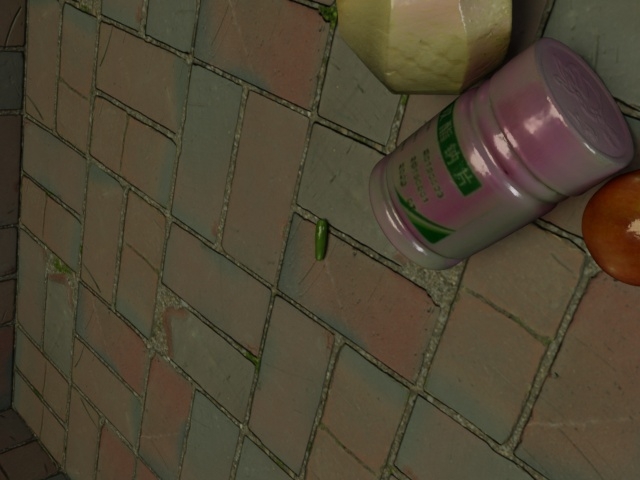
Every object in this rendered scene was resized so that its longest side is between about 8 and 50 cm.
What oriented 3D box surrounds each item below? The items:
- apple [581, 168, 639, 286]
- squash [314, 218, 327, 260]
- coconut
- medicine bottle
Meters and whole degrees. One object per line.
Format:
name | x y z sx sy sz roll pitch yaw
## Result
apple | 0.424 -0.017 0.876 0.139 0.163 0.164 -169 70 -70
squash | 0.001 0.000 1.363 0.027 0.027 0.089 17 113 39
coconut | 0.146 -0.331 0.985 0.259 0.259 0.260 12 108 41
medicine bottle | 0.246 -0.112 0.981 0.325 0.212 0.212 -35 75 42
